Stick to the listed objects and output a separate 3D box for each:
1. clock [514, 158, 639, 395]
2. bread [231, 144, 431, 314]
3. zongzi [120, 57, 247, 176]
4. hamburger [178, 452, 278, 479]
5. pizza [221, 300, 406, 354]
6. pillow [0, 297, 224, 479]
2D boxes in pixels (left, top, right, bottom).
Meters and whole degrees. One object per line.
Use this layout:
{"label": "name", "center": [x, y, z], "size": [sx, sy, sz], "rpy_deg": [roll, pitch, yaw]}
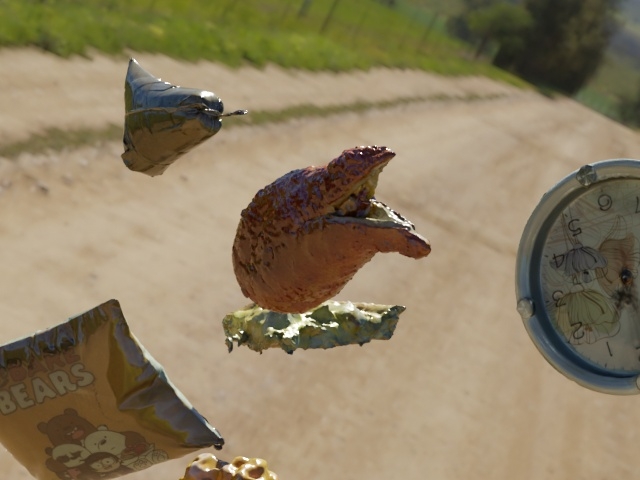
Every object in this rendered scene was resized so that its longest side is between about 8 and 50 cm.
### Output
{"label": "clock", "center": [0.305, 0.036, 1.462], "size": [0.236, 0.236, 0.053], "rpy_deg": [34, 20, 32]}
{"label": "bread", "center": [-0.005, -0.006, 1.497], "size": [0.095, 0.269, 0.139], "rpy_deg": [-26, 89, -38]}
{"label": "zongzi", "center": [-0.185, -0.194, 1.865], "size": [0.081, 0.189, 0.178], "rpy_deg": [14, 58, -41]}
{"label": "hamburger", "center": [-0.130, 0.361, 1.773], "size": [0.149, 0.237, 0.237], "rpy_deg": [59, -4, -26]}
{"label": "pizza", "center": [-0.026, 0.114, 2.042], "size": [0.280, 0.075, 0.288], "rpy_deg": [-1, 1, 8]}
{"label": "pillow", "center": [-0.341, 0.233, 2.073], "size": [0.312, 0.310, 0.119], "rpy_deg": [58, 25, -30]}
